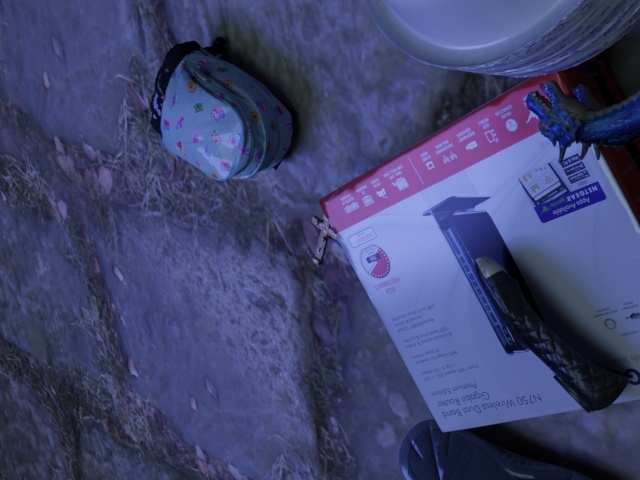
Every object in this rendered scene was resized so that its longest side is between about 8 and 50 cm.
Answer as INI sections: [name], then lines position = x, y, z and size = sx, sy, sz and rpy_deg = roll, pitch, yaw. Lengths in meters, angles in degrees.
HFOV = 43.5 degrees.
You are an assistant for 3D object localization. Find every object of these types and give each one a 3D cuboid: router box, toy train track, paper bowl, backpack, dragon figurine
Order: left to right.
[backpack]
position = -0.124, -0.148, 0.995
size = 0.182, 0.115, 0.152
rpy_deg = 35, 130, 23
[toy train track]
position = 0.000, 0.000, 1.029
size = 0.048, 0.014, 0.083
rpy_deg = 36, 134, 26
[paper bowl]
position = 0.125, -0.270, 0.597
size = 0.284, 0.148, 0.284
rpy_deg = 7, 99, 51
[router box]
position = 0.190, 0.022, 0.799
size = 0.335, 0.082, 0.301
rpy_deg = -28, 91, 49
[dragon figurine]
position = 0.290, -0.060, 0.558
size = 0.289, 0.085, 0.144
rpy_deg = 37, 134, 17

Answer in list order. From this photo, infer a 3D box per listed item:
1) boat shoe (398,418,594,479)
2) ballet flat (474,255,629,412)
[boat shoe]
position = 0.239, 0.305, 0.903
size = 0.320, 0.118, 0.103
rpy_deg = 20, 169, 33
[ballet flat]
position = 0.204, 0.079, 0.729
size = 0.049, 0.057, 0.173
rpy_deg = -42, 79, 7
